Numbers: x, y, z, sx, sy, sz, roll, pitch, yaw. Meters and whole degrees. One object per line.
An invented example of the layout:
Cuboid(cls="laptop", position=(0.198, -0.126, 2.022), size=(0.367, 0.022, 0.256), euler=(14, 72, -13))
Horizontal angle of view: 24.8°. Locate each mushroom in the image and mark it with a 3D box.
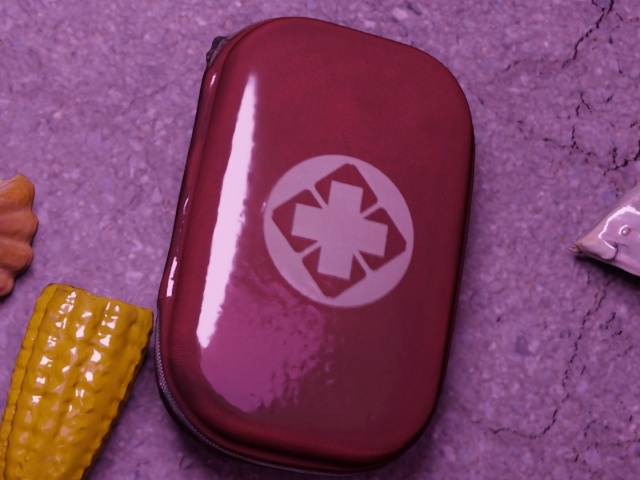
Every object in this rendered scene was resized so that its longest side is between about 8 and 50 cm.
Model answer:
Cuboid(cls="mushroom", position=(0.408, 0.016, 1.362), size=(0.351, 0.097, 0.109), euler=(12, 76, -12))

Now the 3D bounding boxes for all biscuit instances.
Cuboid(cls="biscuit", position=(-0.317, 0.011, 1.236), size=(0.183, 0.061, 0.118), euler=(-24, 83, -17))

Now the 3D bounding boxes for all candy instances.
Cuboid(cls="candy", position=(-0.210, 0.135, 1.202), size=(0.094, 0.106, 0.199), euler=(8, 73, 35))

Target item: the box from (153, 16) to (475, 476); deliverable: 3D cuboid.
Cuboid(cls="box", position=(0.000, 0.000, 1.267), size=(0.263, 0.108, 0.404), euler=(13, 73, -13))
